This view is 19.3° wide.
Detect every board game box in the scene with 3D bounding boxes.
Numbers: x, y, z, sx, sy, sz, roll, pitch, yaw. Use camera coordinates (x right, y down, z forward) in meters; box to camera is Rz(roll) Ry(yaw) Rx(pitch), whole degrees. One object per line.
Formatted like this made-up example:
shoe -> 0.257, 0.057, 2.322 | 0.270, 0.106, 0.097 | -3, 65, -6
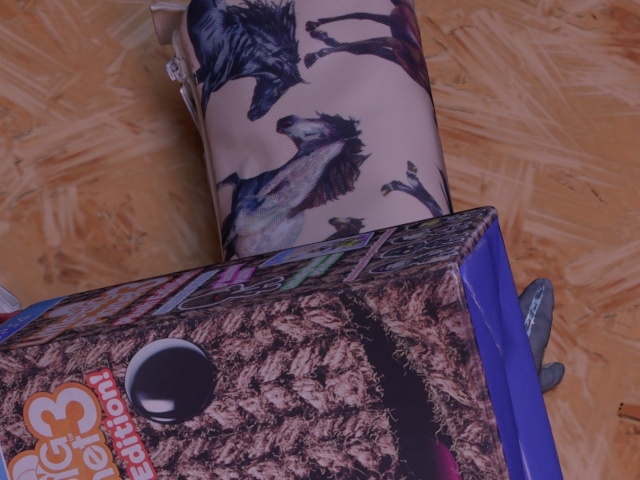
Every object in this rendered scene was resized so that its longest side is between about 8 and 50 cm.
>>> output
board game box -> -0.026, 0.132, 1.026 | 0.291, 0.141, 0.232 | -13, 99, 17

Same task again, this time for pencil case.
pencil case -> 0.000, 0.000, 1.244 | 0.183, 0.160, 0.410 | -13, 59, 8

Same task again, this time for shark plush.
shark plush -> 0.112, 0.097, 1.264 | 0.073, 0.067, 0.161 | 36, 57, 10

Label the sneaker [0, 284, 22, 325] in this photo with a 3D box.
sneaker -> -0.279, -0.015, 1.225 | 0.225, 0.088, 0.093 | 37, 56, 10
